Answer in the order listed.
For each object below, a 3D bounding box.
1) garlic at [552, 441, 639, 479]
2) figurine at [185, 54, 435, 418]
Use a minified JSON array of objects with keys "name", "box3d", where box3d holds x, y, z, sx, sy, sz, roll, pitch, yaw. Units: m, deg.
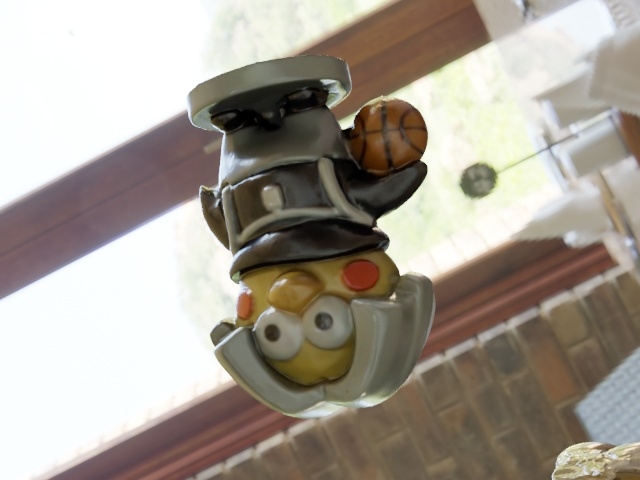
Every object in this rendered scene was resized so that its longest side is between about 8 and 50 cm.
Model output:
[{"name":"garlic","box3d":[0.331,0.274,1.322,0.124,0.174,0.099,-40,-68,-51]},{"name":"figurine","box3d":[0.000,0.000,0.806,0.133,0.176,0.236,9,-111,-70]}]
